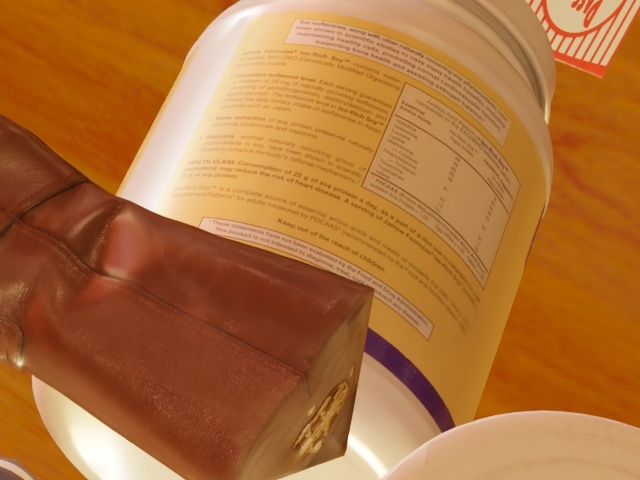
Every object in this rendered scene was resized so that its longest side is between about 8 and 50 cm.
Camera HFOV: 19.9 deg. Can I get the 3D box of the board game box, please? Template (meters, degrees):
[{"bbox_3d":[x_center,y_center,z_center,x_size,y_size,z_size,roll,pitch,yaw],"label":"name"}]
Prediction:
[{"bbox_3d":[0.202,-0.229,1.356,0.045,0.147,0.193,40,109,40],"label":"board game box"}]

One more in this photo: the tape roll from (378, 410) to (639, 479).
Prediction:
[{"bbox_3d":[0.079,0.212,0.748,0.246,0.169,0.246,9,61,-17],"label":"tape roll"}]

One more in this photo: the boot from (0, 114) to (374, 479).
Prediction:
[{"bbox_3d":[-0.056,0.029,0.354,0.114,0.037,0.106,28,65,12],"label":"boot"}]

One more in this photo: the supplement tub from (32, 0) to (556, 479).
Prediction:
[{"bbox_3d":[0.000,0.000,1.075,0.241,0.241,0.331,17,55,9],"label":"supplement tub"}]

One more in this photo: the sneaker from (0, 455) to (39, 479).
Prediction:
[{"bbox_3d":[-0.244,0.271,0.994,0.112,0.131,0.319,21,89,-7],"label":"sneaker"}]
